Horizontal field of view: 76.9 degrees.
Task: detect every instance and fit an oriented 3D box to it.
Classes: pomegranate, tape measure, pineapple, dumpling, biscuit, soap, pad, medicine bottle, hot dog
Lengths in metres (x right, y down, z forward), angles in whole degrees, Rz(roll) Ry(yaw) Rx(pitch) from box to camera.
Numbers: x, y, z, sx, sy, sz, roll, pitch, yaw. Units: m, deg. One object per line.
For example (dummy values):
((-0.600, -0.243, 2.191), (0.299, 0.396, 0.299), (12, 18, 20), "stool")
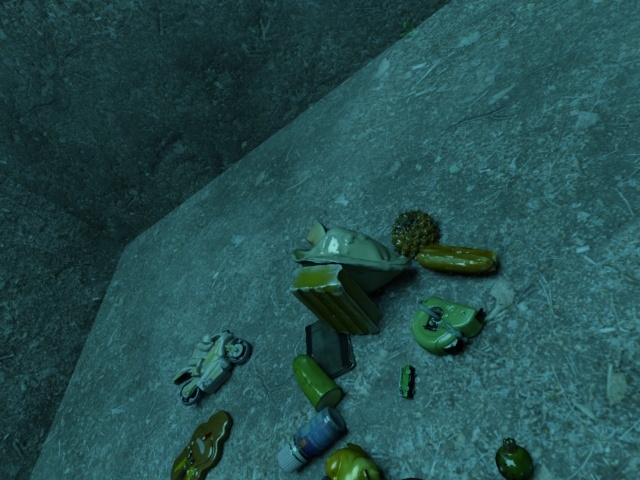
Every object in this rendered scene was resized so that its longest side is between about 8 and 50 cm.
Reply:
((0.379, 0.437, 0.798), (0.073, 0.084, 0.073), (-32, 29, 20), "pomegranate")
((0.316, 0.222, 1.059), (0.177, 0.087, 0.154), (14, 69, 53), "tape measure")
((0.281, -0.038, 1.289), (0.161, 0.137, 0.176), (-2, 55, 45), "pineapple")
((0.074, 0.075, 1.264), (0.394, 0.315, 0.233), (7, 95, 32), "dumpling")
((-0.414, 0.729, 1.397), (0.186, 0.044, 0.295), (19, 73, 50), "biscuit")
((0.049, 0.183, 1.197), (0.173, 0.274, 0.089), (-7, 50, 33), "soap")
((0.024, 0.341, 1.311), (0.174, 0.022, 0.233), (-32, 39, 21), "pad")
((-0.028, 0.555, 1.118), (0.203, 0.083, 0.083), (-44, 36, 8), "medicine bottle")
((0.381, 0.060, 1.152), (0.102, 0.076, 0.249), (-28, 22, -37), "hot dog")

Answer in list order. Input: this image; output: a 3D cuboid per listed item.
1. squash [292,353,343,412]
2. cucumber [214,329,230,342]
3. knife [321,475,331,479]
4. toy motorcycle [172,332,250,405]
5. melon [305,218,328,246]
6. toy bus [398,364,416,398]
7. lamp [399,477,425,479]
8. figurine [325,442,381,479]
((-0.025, 0.417, 1.206), (0.095, 0.095, 0.188), (-50, 45, -2), "squash")
((-0.414, 0.409, 1.686), (0.105, 0.048, 0.048), (-37, 37, 11), "cucumber")
((0.046, 0.636, 1.023), (0.121, 0.018, 0.031), (6, 60, 51), "knife")
((-0.437, 0.475, 1.587), (0.340, 0.108, 0.223), (-42, 51, -3), "toy motorcycle")
((0.004, -0.007, 1.627), (0.098, 0.054, 0.182), (-53, 35, 4), "melon")
((0.228, 0.373, 1.061), (0.037, 0.031, 0.083), (-22, 43, 42), "toy bus")
((0.202, 0.582, 0.724), (0.305, 0.239, 0.306), (0, 90, 19), "lamp")
((0.102, 0.590, 0.926), (0.246, 0.131, 0.156), (58, 135, 39), "figurine")
